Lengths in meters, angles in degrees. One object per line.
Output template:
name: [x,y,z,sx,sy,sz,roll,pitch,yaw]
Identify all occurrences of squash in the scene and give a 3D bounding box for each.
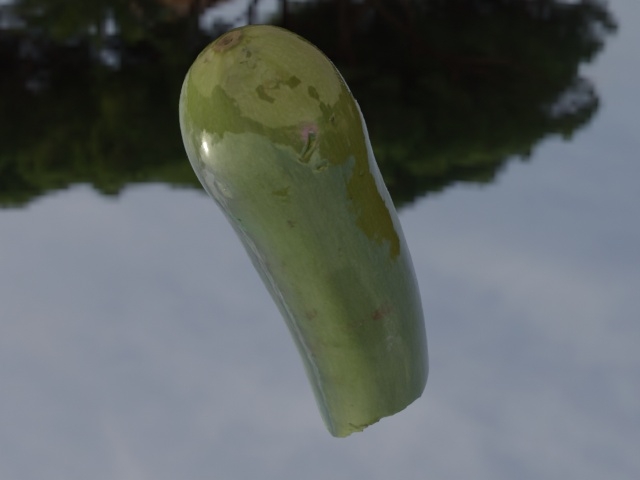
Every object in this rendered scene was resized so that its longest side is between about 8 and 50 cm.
squash: [0.000,0.000,0.940,0.083,0.250,0.083,-12,-137,12]
